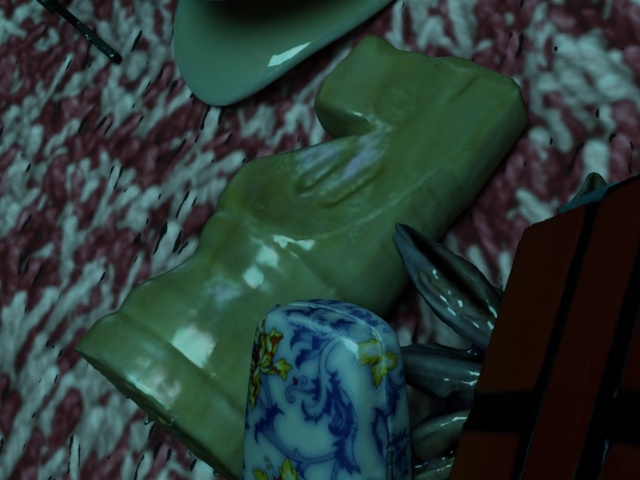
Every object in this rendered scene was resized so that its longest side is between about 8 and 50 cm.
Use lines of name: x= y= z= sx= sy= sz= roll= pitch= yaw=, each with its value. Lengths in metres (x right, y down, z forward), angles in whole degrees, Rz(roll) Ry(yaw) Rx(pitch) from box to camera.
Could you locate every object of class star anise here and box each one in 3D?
star anise: x=0.119 y=0.072 z=0.601 sx=0.236 sy=0.093 sz=0.229 roll=-41 pitch=78 yaw=10

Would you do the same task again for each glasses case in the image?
glasses case: x=0.003 y=0.154 z=0.589 sx=0.087 sy=0.065 sz=0.248 roll=12 pitch=109 yaw=37

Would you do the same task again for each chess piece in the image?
chess piece: x=0.000 y=0.000 z=0.675 sx=0.137 sy=0.137 sz=0.301 roll=34 pitch=75 yaw=27

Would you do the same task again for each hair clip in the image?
hair clip: x=-0.008 y=-0.224 z=0.754 sx=0.172 sy=0.113 sz=0.282 roll=36 pitch=83 yaw=27

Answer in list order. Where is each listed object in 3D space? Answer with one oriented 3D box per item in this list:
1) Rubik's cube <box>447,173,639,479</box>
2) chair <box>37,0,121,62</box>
Rubik's cube: x=0.202 y=0.138 z=0.395 sx=0.288 sy=0.283 sz=0.294 roll=17 pitch=82 yaw=-4
chair: x=-0.215 y=-0.234 z=0.835 sx=0.212 sy=0.101 sz=0.084 roll=42 pitch=91 yaw=26
